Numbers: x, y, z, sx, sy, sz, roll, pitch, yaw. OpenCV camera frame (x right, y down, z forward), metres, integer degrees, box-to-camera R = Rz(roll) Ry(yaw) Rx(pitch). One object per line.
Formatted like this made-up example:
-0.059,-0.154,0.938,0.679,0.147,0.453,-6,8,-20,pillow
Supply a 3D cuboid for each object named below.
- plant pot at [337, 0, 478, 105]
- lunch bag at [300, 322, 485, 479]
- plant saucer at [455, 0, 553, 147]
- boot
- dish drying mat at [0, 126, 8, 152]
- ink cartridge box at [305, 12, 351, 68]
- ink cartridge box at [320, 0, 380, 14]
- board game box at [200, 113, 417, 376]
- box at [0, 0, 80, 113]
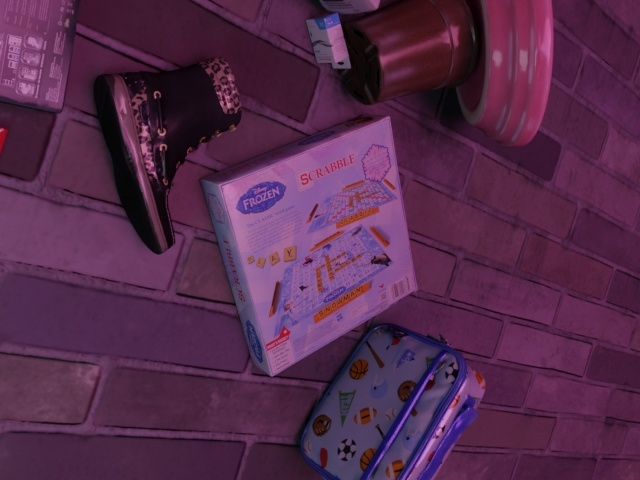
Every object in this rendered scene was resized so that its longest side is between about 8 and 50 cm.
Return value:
0.122,-0.290,1.022,0.165,0.167,0.167,-25,116,-21,plant pot
0.124,0.287,1.110,0.115,0.243,0.303,43,76,-37,lunch bag
0.274,-0.312,1.063,0.084,0.332,0.332,-5,108,1,plant saucer
-0.179,-0.115,0.874,0.178,0.085,0.237,-25,115,-33,boot
-0.387,-0.093,0.766,0.032,0.008,0.083,18,90,-40,dish drying mat
0.012,-0.293,0.997,0.028,0.048,0.083,-31,118,-27,ink cartridge box
0.020,-0.546,0.866,0.308,0.091,0.385,26,73,-59,ink cartridge box
0.000,0.000,1.052,0.318,0.065,0.318,-26,116,-30,board game box
-0.355,-0.268,0.712,0.183,0.059,0.233,6,98,-38,box
